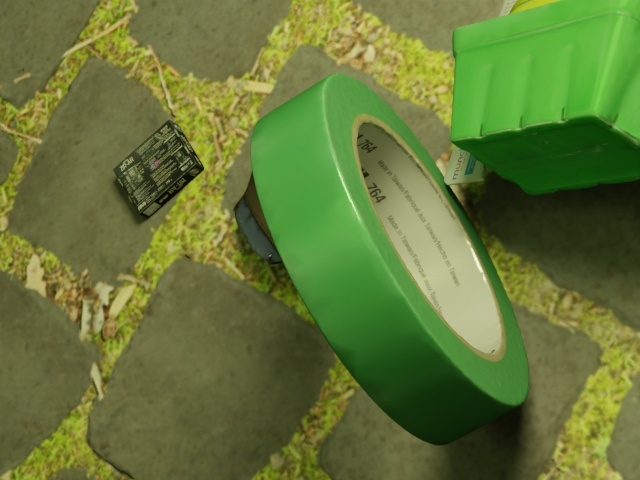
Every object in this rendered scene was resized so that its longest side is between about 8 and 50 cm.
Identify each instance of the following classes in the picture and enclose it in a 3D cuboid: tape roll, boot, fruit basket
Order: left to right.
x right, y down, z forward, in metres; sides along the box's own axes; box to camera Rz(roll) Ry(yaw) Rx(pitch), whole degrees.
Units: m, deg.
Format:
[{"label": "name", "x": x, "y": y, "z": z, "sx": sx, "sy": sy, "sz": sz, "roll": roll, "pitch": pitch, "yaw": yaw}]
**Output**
[{"label": "boot", "x": 0.000, "y": 0.000, "z": 1.712, "sx": 0.219, "sy": 0.082, "sz": 0.106, "roll": 54, "pitch": 125, "yaw": 27}, {"label": "tape roll", "x": 0.063, "y": 0.014, "z": 1.507, "sx": 0.077, "sy": 0.321, "sz": 0.321, "roll": -31, "pitch": 61, "yaw": 18}, {"label": "fruit basket", "x": 0.267, "y": -0.213, "z": 1.549, "sx": 0.327, "sy": 0.165, "sz": 0.353, "roll": -9, "pitch": 50, "yaw": 54}]

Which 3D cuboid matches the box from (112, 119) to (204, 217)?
[{"label": "box", "x": -0.169, "y": -0.074, "z": 1.850, "sx": 0.083, "sy": 0.018, "sz": 0.067, "roll": -41, "pitch": 58, "yaw": 12}]
